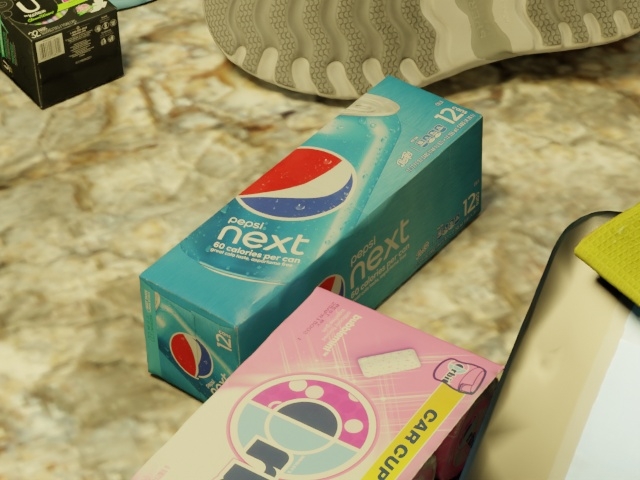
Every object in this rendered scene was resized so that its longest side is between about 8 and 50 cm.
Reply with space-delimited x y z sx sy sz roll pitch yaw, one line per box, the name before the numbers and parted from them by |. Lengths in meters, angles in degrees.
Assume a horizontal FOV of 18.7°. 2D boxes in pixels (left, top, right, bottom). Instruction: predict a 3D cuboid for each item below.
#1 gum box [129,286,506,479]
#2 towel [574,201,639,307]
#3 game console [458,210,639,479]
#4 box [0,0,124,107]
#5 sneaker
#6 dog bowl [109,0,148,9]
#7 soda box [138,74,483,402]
gum box | -0.002 0.108 0.901 0.107 0.062 0.188 22 46 25
towel | 0.222 0.043 0.817 0.102 0.021 0.237 -29 50 -22
game console | 0.174 0.126 0.775 0.293 0.173 0.250 18 20 23
box | -0.169 -0.131 1.197 0.062 0.052 0.083 -25 45 -25
sneaker | 0.069 -0.146 1.195 0.281 0.105 0.115 -2 11 3
dog bowl | -0.198 -0.257 1.330 0.166 0.074 0.297 -31 49 -30
soda box | 0.000 0.000 1.021 0.067 0.071 0.210 26 48 28
